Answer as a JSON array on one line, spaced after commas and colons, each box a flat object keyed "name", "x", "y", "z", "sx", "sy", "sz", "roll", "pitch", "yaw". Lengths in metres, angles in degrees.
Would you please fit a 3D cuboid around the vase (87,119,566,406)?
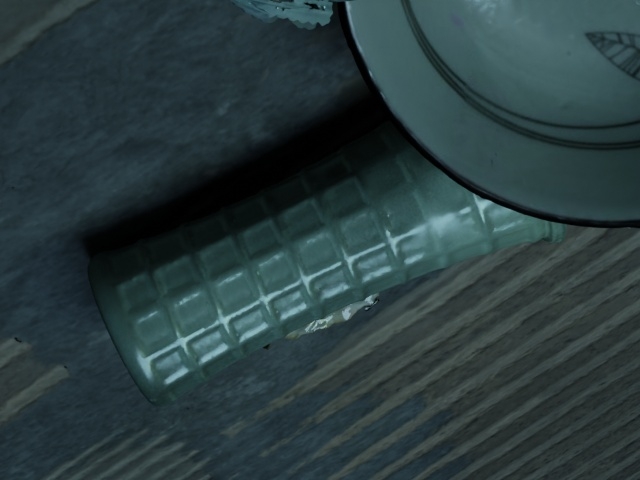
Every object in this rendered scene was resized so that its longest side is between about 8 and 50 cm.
[{"name": "vase", "x": 0.000, "y": 0.000, "z": 0.944, "sx": 0.299, "sy": 0.143, "sz": 0.143, "roll": -25, "pitch": 146, "yaw": -1}]

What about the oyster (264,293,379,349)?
[{"name": "oyster", "x": 0.007, "y": 0.030, "z": 1.055, "sx": 0.148, "sy": 0.051, "sz": 0.103, "roll": -26, "pitch": 164, "yaw": -5}]

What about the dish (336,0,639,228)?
[{"name": "dish", "x": 0.168, "y": -0.166, "z": 0.807, "sx": 0.316, "sy": 0.106, "sz": 0.316, "roll": 5, "pitch": 120, "yaw": 8}]

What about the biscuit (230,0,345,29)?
[{"name": "biscuit", "x": 0.048, "y": -0.210, "z": 0.661, "sx": 0.309, "sy": 0.079, "sz": 0.186, "roll": -40, "pitch": 160, "yaw": 26}]
